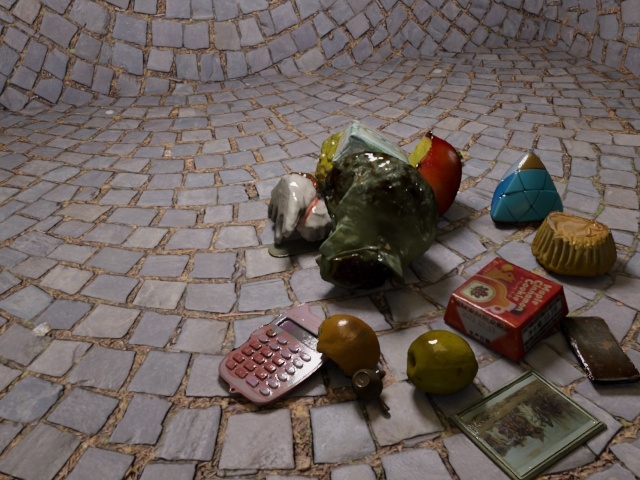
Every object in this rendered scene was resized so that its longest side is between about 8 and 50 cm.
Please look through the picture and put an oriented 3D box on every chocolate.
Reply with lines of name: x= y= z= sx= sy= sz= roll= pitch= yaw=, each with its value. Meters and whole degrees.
chocolate: x=0.481 y=0.165 z=1.547 sx=0.238 sy=0.107 sz=0.235 roll=-30 pitch=40 yaw=-28
chocolate: x=-0.067 y=-0.188 z=2.137 sx=0.133 sy=0.124 sz=0.127 roll=8 pitch=-10 yaw=-33

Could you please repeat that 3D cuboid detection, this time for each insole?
insole: x=0.000 y=0.000 z=1.940 sx=0.349 sy=0.009 sz=0.119 roll=-12 pitch=35 yaw=-14

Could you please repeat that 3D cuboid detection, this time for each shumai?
shumai: x=0.130 y=-0.018 z=1.717 sx=0.395 sy=0.395 sz=0.348 roll=18 pitch=64 yaw=28

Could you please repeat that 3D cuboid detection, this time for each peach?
peach: x=0.360 y=-0.179 z=1.976 sx=0.201 sy=0.257 sz=0.361 roll=34 pitch=40 yaw=-8

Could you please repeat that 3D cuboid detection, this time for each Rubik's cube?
Rubik's cube: x=0.702 y=-0.171 z=1.969 sx=0.255 sy=0.254 sz=0.254 roll=-2 pitch=33 yaw=1

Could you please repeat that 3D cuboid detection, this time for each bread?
bread: x=0.753 y=0.008 z=1.761 sx=0.240 sy=0.139 sz=0.239 roll=0 pitch=35 yaw=0

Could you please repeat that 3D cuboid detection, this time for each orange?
orange: x=0.074 y=0.245 z=1.428 sx=0.170 sy=0.112 sz=0.160 roll=9 pitch=55 yaw=-42

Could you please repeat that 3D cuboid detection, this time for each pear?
pear: x=0.279 y=0.278 z=1.369 sx=0.162 sy=0.148 sz=0.148 roll=-3 pitch=33 yaw=-8

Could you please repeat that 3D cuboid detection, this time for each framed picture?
framed picture: x=0.451 y=0.392 z=1.300 sx=0.275 sy=0.017 sz=0.217 roll=-21 pitch=38 yaw=-27

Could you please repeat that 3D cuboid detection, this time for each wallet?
wallet: x=0.677 y=0.266 z=1.463 sx=0.122 sy=0.031 sz=0.232 roll=-3 pitch=31 yaw=2

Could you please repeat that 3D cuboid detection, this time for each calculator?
calculator: x=-0.096 y=0.284 z=1.481 sx=0.330 sy=0.048 sz=0.220 roll=-32 pitch=44 yaw=-34

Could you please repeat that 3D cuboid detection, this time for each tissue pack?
tissue pack: x=0.170 y=-0.270 z=1.934 sx=0.228 sy=0.128 sz=0.311 roll=32 pitch=18 yaw=-7

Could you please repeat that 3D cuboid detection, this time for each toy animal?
toy animal: x=-0.065 y=-0.100 z=1.970 sx=0.188 sy=0.308 sz=0.266 roll=3 pitch=74 yaw=-16

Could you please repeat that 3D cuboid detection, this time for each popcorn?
popcorn: x=0.088 y=-0.284 z=2.201 sx=0.212 sy=0.259 sz=0.259 roll=18 pitch=36 yaw=4

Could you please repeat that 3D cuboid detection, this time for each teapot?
teapot: x=0.124 y=0.337 z=1.354 sx=0.085 sy=0.080 sz=0.110 roll=-39 pitch=55 yaw=-3

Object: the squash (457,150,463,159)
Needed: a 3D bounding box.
squash: x=0.465 y=-0.303 z=2.323 sx=0.219 sy=0.068 sz=0.077 roll=-22 pitch=22 yaw=-26
